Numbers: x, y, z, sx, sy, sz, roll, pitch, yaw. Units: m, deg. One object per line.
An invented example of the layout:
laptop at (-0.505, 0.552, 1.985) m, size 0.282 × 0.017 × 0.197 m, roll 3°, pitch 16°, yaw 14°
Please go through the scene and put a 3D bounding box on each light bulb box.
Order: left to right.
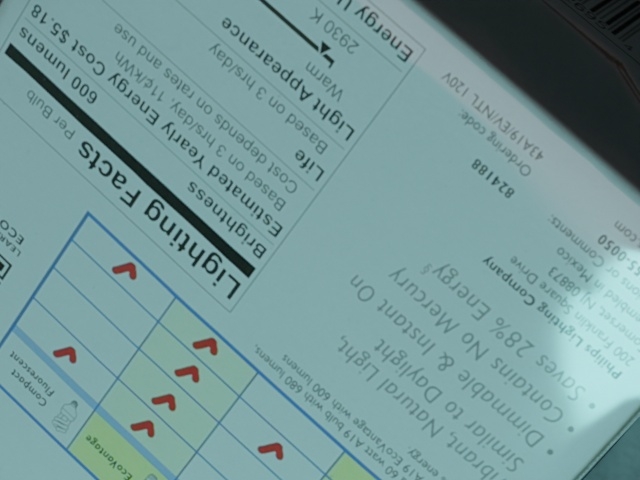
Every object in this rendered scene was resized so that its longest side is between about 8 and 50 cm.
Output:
light bulb box at (0.000, 0.000, 0.957) m, size 0.358 × 0.225 × 0.361 m, roll 42°, pitch 120°, yaw 9°
